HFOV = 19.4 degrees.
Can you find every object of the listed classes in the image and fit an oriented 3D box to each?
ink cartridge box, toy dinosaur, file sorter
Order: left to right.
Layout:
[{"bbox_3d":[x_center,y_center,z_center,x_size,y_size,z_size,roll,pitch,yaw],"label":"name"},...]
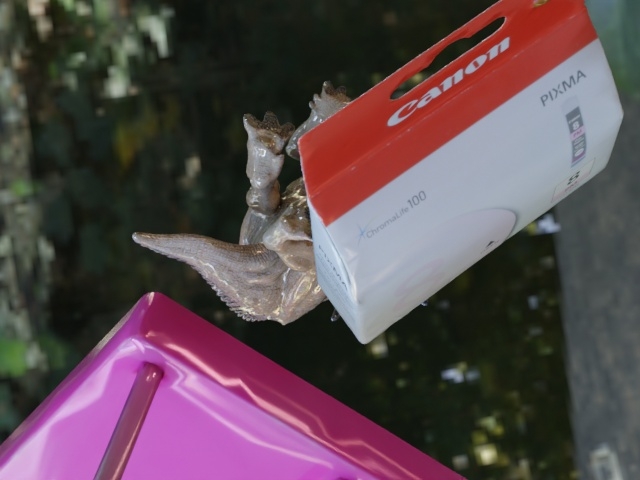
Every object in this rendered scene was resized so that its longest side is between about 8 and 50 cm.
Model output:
[{"bbox_3d":[-0.002,0.199,0.572,0.202,0.291,0.182,-43,20,45],"label":"file sorter"},{"bbox_3d":[0.000,0.000,1.384,0.127,0.296,0.200,46,143,24],"label":"toy dinosaur"},{"bbox_3d":[0.080,-0.044,1.013,0.066,0.189,0.232,53,171,12],"label":"ink cartridge box"}]
